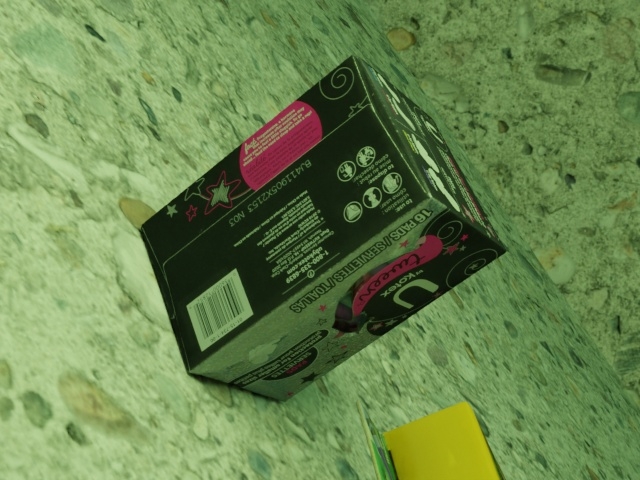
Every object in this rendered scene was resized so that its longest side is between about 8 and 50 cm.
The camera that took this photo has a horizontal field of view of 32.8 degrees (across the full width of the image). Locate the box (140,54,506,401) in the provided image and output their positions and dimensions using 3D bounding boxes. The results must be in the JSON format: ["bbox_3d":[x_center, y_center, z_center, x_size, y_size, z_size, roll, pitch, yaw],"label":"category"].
[{"bbox_3d":[0.000,0.000,0.913,0.142,0.247,0.163,27,32,-51],"label":"box"}]

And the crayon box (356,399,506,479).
[{"bbox_3d":[0.138,0.278,0.869,0.203,0.083,0.323,-105,169,-48],"label":"crayon box"}]
